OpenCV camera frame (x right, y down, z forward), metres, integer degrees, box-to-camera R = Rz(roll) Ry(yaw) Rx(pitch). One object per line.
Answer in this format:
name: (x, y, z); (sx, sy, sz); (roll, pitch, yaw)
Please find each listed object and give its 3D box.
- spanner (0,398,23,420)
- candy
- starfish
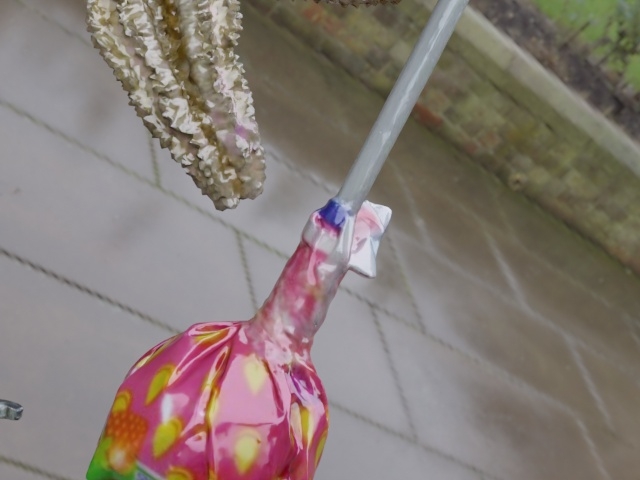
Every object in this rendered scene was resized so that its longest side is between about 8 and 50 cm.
spanner: (-0.379, 0.128, 1.011); (0.255, 0.015, 0.054); (11, 14, 12)
candy: (0.000, 0.000, 0.622); (0.124, 0.365, 0.124); (27, 7, -3)
starfish: (-0.063, -0.122, 0.385); (0.241, 0.043, 0.227); (5, 69, -13)
